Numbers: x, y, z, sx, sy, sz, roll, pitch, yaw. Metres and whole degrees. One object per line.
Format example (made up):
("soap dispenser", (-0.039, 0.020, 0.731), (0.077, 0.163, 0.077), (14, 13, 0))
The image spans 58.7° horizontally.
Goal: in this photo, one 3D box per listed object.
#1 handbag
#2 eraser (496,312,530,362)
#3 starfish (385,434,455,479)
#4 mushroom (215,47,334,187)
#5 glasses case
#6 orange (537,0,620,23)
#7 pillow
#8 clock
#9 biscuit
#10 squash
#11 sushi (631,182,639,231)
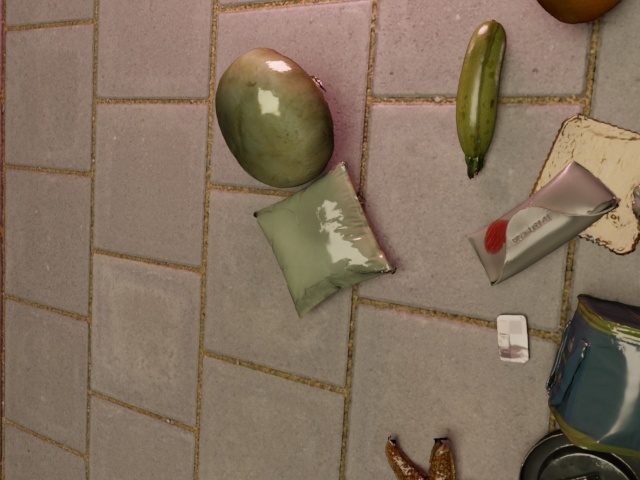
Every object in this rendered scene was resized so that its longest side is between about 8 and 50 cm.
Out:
("handbag", (0.553, 0.246, 1.049), (0.222, 0.263, 0.241), (11, 97, 14))
("eraser", (0.425, 0.214, 1.253), (0.064, 0.026, 0.105), (-2, 93, 27))
("starfish", (0.283, 0.594, 1.316), (0.311, 0.113, 0.304), (5, 96, 32))
("mushroom", (-0.102, -0.291, 1.370), (0.352, 0.260, 0.352), (49, 155, 33))
("glasses case", (0.444, -0.031, 1.178), (0.308, 0.083, 0.128), (-40, 74, 27))
("orange", (0.497, -0.519, 1.070), (0.205, 0.206, 0.206), (2, 95, 29))
("pillow", (0.000, 0.000, 1.424), (0.312, 0.119, 0.310), (-29, 82, 27))
("clock", (0.559, 0.528, 1.183), (0.280, 0.055, 0.281), (3, 95, 29))
("biscuit", (0.565, -0.116, 1.157), (0.232, 0.013, 0.237), (27, 107, 26))
("squash", (0.339, -0.303, 1.229), (0.094, 0.094, 0.341), (11, 99, 28))
("sushi", (0.668, -0.003, 1.007), (0.139, 0.184, 0.274), (-42, 82, 26))
